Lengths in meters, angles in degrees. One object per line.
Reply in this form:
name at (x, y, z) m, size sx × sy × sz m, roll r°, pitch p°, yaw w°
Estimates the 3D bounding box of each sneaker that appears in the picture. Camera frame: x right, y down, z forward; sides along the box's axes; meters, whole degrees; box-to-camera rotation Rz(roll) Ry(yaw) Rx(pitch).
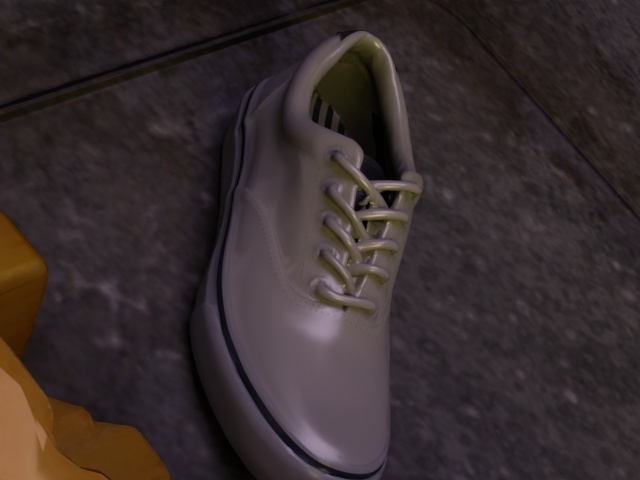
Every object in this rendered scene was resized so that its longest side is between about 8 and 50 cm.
sneaker at (0.000, 0.000, 0.821) m, size 0.094 × 0.091 × 0.258 m, roll 21°, pitch 41°, yaw -26°

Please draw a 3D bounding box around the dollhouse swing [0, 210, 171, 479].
dollhouse swing at (-0.028, 0.116, 0.499) m, size 0.347 × 0.305 × 0.315 m, roll 49°, pitch 37°, yaw 11°
